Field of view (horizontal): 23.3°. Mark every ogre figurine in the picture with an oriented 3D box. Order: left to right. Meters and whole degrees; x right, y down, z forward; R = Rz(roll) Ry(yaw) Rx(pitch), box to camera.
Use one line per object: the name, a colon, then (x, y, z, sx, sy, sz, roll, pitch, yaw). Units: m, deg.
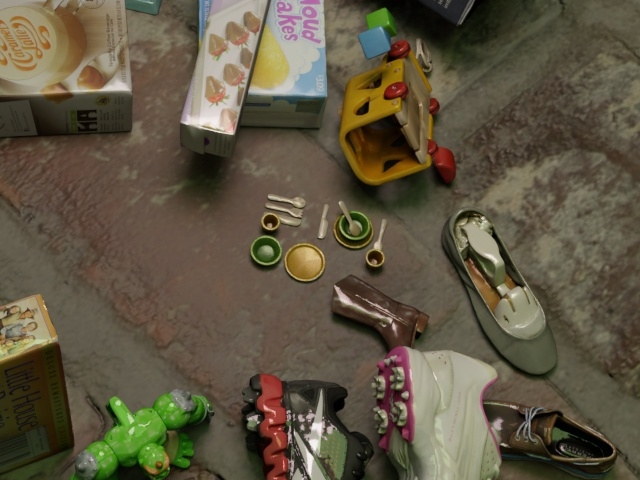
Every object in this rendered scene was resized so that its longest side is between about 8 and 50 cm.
ogre figurine: (-0.197, 0.216, 1.625, 0.197, 0.118, 0.097, -15, 70, -12)

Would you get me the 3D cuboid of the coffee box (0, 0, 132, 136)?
coffee box: (-0.346, -0.203, 1.796, 0.246, 0.098, 0.141, -4, 67, -9)

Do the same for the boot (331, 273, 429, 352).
boot: (0.054, 0.099, 1.749, 0.114, 0.037, 0.106, 28, 53, 2)

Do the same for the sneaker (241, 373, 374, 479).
sneaker: (-0.003, 0.267, 1.637, 0.135, 0.098, 0.276, -6, 66, -7)

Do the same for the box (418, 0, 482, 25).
box: (0.108, -0.495, 1.868, 0.395, 0.212, 0.293, 36, 45, 8)

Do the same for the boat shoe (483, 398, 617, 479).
boat shoe: (0.241, 0.209, 1.709, 0.183, 0.066, 0.066, 14, 66, -1)

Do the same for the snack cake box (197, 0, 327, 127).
snack cake box: (-0.072, -0.271, 1.865, 0.152, 0.089, 0.264, 0, 67, -6)

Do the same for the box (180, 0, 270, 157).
box: (-0.095, -0.251, 1.770, 0.063, 0.067, 0.324, 13, 67, -2)

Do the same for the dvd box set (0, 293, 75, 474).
dvd box set: (-0.450, 0.202, 1.497, 0.420, 0.308, 0.062, -20, 68, -14)

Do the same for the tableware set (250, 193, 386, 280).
tableware set: (0.000, 0.000, 1.793, 0.154, 0.024, 0.104, 14, 66, -2)

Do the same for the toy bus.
toy bus: (0.074, -0.154, 1.821, 0.104, 0.202, 0.191, -19, 75, 18)

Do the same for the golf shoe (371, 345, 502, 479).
golf shoe: (0.137, 0.263, 1.634, 0.140, 0.115, 0.306, -1, 86, -24)

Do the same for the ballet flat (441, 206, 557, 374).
ballet flat: (0.205, 0.055, 1.770, 0.072, 0.068, 0.213, -25, 72, -16)

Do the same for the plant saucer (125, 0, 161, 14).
plant saucer: (-0.214, -0.371, 1.929, 0.067, 0.018, 0.192, 12, 67, -2)
